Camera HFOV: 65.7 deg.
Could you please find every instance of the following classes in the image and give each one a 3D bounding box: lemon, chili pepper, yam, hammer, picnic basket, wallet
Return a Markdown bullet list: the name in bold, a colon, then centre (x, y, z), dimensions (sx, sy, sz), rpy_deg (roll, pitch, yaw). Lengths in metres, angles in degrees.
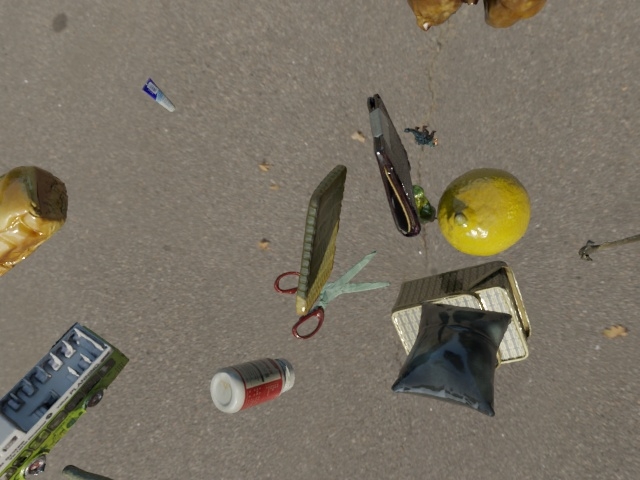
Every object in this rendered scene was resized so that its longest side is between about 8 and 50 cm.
- **lemon**: centre (0.347, -0.061, 1.059), dimensions (0.187, 0.244, 0.187), rpy_deg (23, 123, 42)
- **chili pepper**: centre (0.299, -0.088, 1.459), dimensions (0.073, 0.204, 0.072), rpy_deg (5, 67, 34)
- **yam**: centre (-0.254, 0.355, 0.686), dimensions (0.234, 0.027, 0.029), rpy_deg (16, 83, 10)
- **hammer**: centre (0.823, -0.005, 1.285), dimensions (0.297, 0.125, 0.027), rpy_deg (-16, 63, 6)
- **picnic basket**: centre (0.370, 0.208, 1.298), dimensions (0.313, 0.175, 0.228), rpy_deg (-16, 107, 24)
- **wallet**: centre (0.158, -0.165, 1.112), dimensions (0.071, 0.262, 0.221), rpy_deg (-13, 45, 16)

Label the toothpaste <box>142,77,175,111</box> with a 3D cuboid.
- **toothpaste**: centre (-0.274, -0.246, 0.844), dimensions (0.015, 0.083, 0.024), rpy_deg (28, 85, 18)

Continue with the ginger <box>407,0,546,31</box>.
- **ginger**: centre (0.159, -0.407, 0.636), dimensions (0.357, 0.274, 0.152), rpy_deg (31, 85, 47)

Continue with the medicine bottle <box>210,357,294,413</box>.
- **medicine bottle**: centre (-0.198, 0.427, 1.488), dimensions (0.131, 0.250, 0.131), rpy_deg (0, 90, 39)

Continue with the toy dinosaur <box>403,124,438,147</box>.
- **toy dinosaur**: centre (0.305, -0.313, 1.484), dimensions (0.049, 0.154, 0.055), rpy_deg (14, 92, 53)

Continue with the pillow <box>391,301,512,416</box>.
- **pillow**: centre (0.256, 0.212, 0.946), dimensions (0.186, 0.250, 0.106), rpy_deg (5, 126, 25)

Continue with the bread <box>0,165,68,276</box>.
- **bread**: centre (-0.677, -0.029, 1.056), dimensions (0.294, 0.132, 0.167), rpy_deg (-31, 51, 19)

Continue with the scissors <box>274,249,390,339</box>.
- **scissors**: centre (0.033, 0.102, 1.058), dimensions (0.247, 0.017, 0.144), rpy_deg (-22, 90, -20)

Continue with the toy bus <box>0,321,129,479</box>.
- **toy bus**: centre (-0.492, 0.289, 0.871), dimensions (0.113, 0.139, 0.302), rpy_deg (27, 59, 18)

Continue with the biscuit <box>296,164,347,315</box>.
- **biscuit**: centre (0.000, 0.000, 0.915), dimensions (0.029, 0.172, 0.254), rpy_deg (15, 121, 12)
